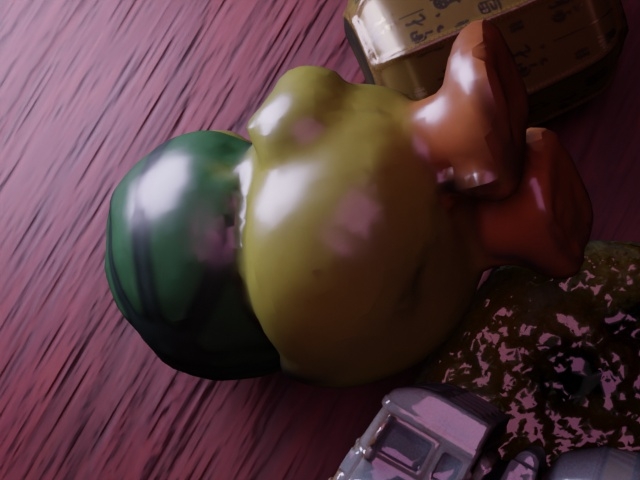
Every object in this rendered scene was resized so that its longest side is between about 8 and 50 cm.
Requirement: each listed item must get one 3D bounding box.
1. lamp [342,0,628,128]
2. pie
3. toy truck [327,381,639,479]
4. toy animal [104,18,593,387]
[{"bbox_3d":[0.120,-0.153,0.927,0.185,0.161,0.161,-22,71,0],"label":"lamp"},{"bbox_3d":[0.221,0.138,0.867,0.323,0.070,0.323,-3,73,9],"label":"pie"},{"bbox_3d":[0.140,0.174,0.777,0.256,0.108,0.140,29,96,18],"label":"toy truck"},{"bbox_3d":[-0.002,0.003,0.848,0.338,0.216,0.191,-14,46,29],"label":"toy animal"}]
